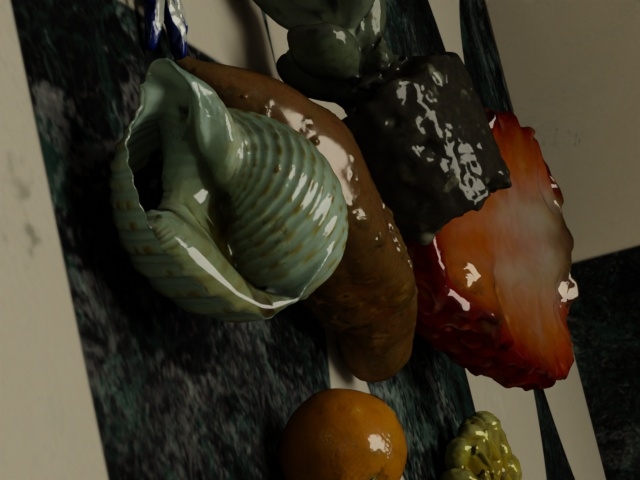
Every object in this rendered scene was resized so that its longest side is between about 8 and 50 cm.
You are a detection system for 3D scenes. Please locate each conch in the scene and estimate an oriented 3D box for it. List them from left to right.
[{"bbox_3d":[-0.058,-0.013,0.904,0.153,0.102,0.135,33,43,-18],"label":"conch"}]

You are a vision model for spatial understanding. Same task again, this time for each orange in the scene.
[{"bbox_3d":[0.014,0.135,1.058,0.083,0.083,0.084,-16,90,-76],"label":"orange"}]

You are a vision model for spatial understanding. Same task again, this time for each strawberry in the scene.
[{"bbox_3d":[0.120,0.013,1.513,0.336,0.149,0.265,1,79,-65],"label":"strawberry"}]

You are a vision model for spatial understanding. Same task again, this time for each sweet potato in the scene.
[{"bbox_3d":[0.010,0.001,1.160,0.095,0.106,0.355,-58,141,-24],"label":"sweet potato"}]

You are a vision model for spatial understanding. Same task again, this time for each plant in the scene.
[{"bbox_3d":[0.026,-0.124,1.265,0.275,0.146,0.149,63,24,-9],"label":"plant"}]

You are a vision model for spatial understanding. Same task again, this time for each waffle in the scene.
[{"bbox_3d":[0.172,0.292,1.564,0.250,0.056,0.261,-7,80,-77],"label":"waffle"}]

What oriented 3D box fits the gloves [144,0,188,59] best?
[{"bbox_3d":[-0.102,-0.154,1.042,0.064,0.026,0.086,-39,118,-73],"label":"gloves"}]
